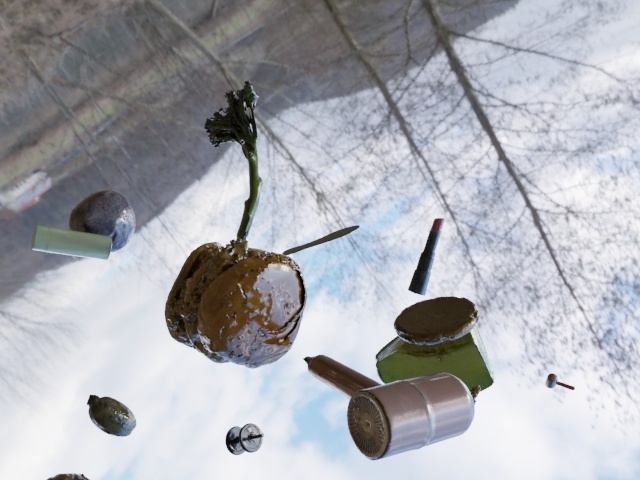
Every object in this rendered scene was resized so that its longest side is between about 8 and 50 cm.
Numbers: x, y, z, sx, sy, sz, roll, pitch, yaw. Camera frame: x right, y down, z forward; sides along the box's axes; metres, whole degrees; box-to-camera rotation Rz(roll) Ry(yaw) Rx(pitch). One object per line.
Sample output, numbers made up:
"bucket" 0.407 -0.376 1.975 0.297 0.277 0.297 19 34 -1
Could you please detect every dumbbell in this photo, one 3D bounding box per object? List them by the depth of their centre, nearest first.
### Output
"dumbbell" -0.184 0.479 1.457 0.147 0.069 0.069 -26 -160 41

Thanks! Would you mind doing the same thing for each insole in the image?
"insole" 0.000 0.000 1.827 0.253 0.005 0.086 -20 -166 4

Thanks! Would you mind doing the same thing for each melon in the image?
"melon" 0.357 0.371 1.990 0.344 0.226 0.331 -22 -122 15

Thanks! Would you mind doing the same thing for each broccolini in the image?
"broccolini" -0.149 -0.125 1.009 0.123 0.062 0.271 -24 -117 49

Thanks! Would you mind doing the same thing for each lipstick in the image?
"lipstick" 0.318 0.045 1.769 0.053 0.054 0.234 29 -79 67

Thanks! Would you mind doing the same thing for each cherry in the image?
"cherry" -0.656 -0.058 1.846 0.195 0.195 0.195 -28 -159 12

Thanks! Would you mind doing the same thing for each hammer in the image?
"hammer" 0.712 0.425 1.795 0.083 0.052 0.031 17 -135 20

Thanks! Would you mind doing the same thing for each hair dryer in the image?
"hair dryer" 0.079 0.248 1.041 0.189 0.106 0.344 -4 -168 -33

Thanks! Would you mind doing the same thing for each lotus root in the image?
"lotus root" -0.361 0.301 1.040 0.054 0.099 0.049 -35 -157 19

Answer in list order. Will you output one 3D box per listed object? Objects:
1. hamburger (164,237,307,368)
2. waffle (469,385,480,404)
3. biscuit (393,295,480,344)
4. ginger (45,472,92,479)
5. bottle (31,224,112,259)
"hamburger" -0.164 0.113 1.146 0.245 0.260 0.211 -18 -157 -42
"waffle" 0.390 0.421 1.586 0.078 0.016 0.085 -57 176 35
"biscuit" 0.291 0.201 1.522 0.226 0.042 0.226 -16 -165 4
"ginger" -0.434 0.622 1.256 0.176 0.418 0.254 -51 -147 -12
"bottle" -0.695 0.007 1.695 0.072 0.202 0.072 -27 -123 54
